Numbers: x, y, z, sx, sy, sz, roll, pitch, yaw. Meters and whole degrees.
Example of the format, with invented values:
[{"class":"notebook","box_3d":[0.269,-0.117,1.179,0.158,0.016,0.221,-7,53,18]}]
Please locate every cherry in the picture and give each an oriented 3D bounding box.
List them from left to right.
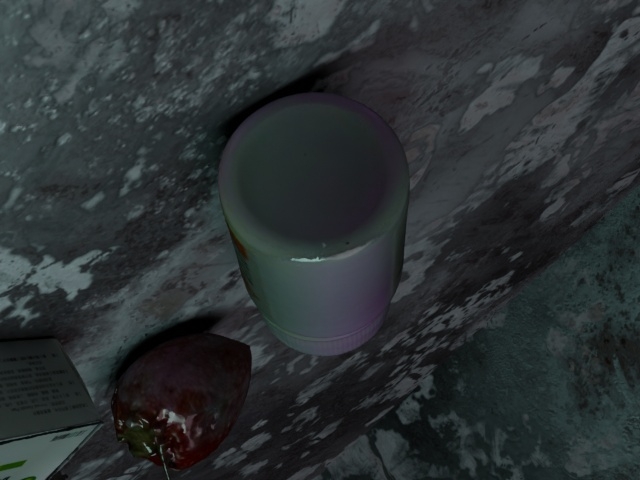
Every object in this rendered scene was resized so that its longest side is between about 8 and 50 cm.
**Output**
[{"class":"cherry","box_3d":[-0.199,0.234,1.544,0.249,0.192,0.175,-39,-156,-26]}]

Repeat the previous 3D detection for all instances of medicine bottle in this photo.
[{"class":"medicine bottle","box_3d":[0.000,0.000,1.283,0.219,0.219,0.388,-32,158,-10]}]

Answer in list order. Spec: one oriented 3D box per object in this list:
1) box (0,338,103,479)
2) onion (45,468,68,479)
[{"class":"box","box_3d":[-0.446,0.229,1.200,0.173,0.145,0.333,-46,157,22]},{"class":"onion","box_3d":[-0.479,0.435,1.483,0.230,0.272,0.256,-34,123,10]}]
